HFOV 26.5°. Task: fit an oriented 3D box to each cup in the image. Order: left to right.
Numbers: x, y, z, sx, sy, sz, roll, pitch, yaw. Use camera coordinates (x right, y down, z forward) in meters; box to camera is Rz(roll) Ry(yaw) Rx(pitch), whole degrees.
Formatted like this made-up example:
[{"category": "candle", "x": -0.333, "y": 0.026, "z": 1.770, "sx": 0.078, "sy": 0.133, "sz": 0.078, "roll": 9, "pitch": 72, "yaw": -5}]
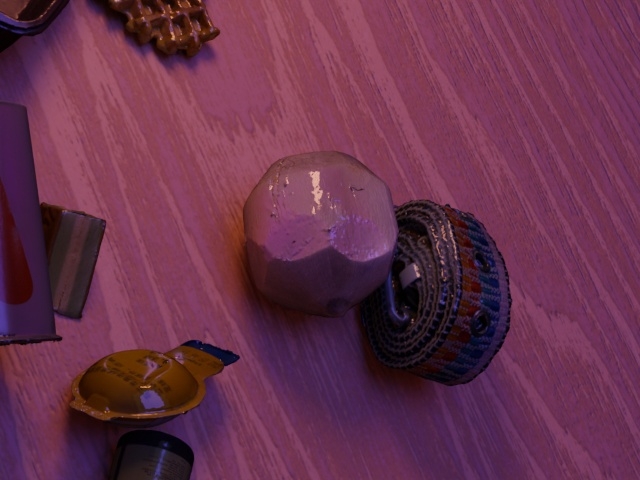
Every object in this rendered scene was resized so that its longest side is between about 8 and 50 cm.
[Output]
[{"category": "cup", "x": -0.415, "y": -0.016, "z": 1.625, "sx": 0.203, "sy": 0.203, "sz": 0.288, "roll": 1, "pitch": 84, "yaw": -36}]

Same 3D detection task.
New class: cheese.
[{"category": "cheese", "x": -0.212, "y": 0.180, "z": 1.769, "sx": 0.270, "sy": 0.177, "sz": 0.069, "roll": -25, "pitch": 124, "yaw": -53}]

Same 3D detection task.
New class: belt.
[{"category": "belt", "x": 0.162, "y": 0.063, "z": 2.042, "sx": 0.160, "sy": 0.207, "sz": 0.295, "roll": 18, "pitch": 61, "yaw": -37}]

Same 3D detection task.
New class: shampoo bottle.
[{"category": "shampoo bottle", "x": -0.233, "y": 0.377, "z": 1.670, "sx": 0.101, "sy": 0.101, "sz": 0.283, "roll": 27, "pitch": 53, "yaw": -23}]

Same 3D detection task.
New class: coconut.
[{"category": "coconut", "x": -0.002, "y": 0.001, "z": 1.956, "sx": 0.227, "sy": 0.227, "sz": 0.230, "roll": 13, "pitch": 56, "yaw": -31}]

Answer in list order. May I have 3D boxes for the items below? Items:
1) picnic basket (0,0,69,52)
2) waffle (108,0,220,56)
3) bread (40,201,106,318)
[{"category": "picnic basket", "x": -0.448, "y": -0.394, "z": 1.889, "sx": 0.222, "sy": 0.129, "sz": 0.297, "roll": 34, "pitch": 51, "yaw": -16}, {"category": "waffle", "x": -0.245, "y": -0.411, "z": 2.095, "sx": 0.249, "sy": 0.056, "sz": 0.253, "roll": 39, "pitch": 49, "yaw": -14}, {"category": "bread", "x": -0.348, "y": 0.026, "z": 1.825, "sx": 0.074, "sy": 0.084, "sz": 0.139, "roll": 12, "pitch": 92, "yaw": -31}]
